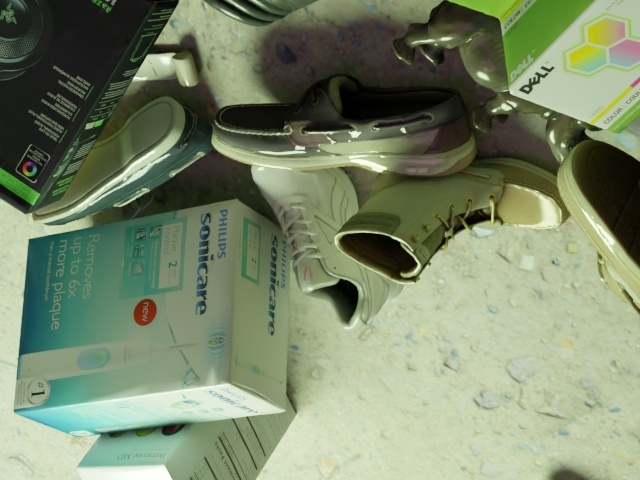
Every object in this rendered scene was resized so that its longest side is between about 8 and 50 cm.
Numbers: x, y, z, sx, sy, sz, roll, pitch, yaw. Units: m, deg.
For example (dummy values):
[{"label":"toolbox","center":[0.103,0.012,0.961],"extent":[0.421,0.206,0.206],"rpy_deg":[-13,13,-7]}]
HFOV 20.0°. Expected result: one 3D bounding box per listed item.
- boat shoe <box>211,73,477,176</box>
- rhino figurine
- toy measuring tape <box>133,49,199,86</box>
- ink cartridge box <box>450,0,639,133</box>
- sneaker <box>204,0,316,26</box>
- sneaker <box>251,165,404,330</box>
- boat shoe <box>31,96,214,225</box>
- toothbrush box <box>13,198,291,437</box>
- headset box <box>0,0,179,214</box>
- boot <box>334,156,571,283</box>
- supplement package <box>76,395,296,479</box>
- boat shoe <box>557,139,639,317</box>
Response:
[{"label":"boat shoe","center":[0.021,-0.128,1.879],"extent":[0.285,0.103,0.092],"rpy_deg":[6,122,20]},{"label":"rhino figurine","center":[0.195,-0.153,1.777],"extent":[0.243,0.073,0.106],"rpy_deg":[40,124,-9]},{"label":"toy measuring tape","center":[-0.298,-0.165,2.009],"extent":[0.330,0.121,0.121],"rpy_deg":[2,126,27]},{"label":"ink cartridge box","center":[0.216,-0.218,1.623],"extent":[0.255,0.097,0.189],"rpy_deg":[17,140,-26]},{"label":"sneaker","center":[-0.108,-0.326,1.782],"extent":[0.296,0.104,0.147],"rpy_deg":[44,128,-15]},{"label":"sneaker","center":[0.000,0.000,1.974],"extent":[0.090,0.115,0.232],"rpy_deg":[-28,109,40]},{"label":"boat shoe","center":[-0.224,-0.078,2.052],"extent":[0.254,0.095,0.079],"rpy_deg":[-33,137,29]},{"label":"toothbrush box","center":[-0.188,0.093,2.051],"extent":[0.295,0.216,0.126],"rpy_deg":[-8,157,28]},{"label":"headset box","center":[-0.331,-0.197,1.903],"extent":[0.246,0.131,0.283],"rpy_deg":[34,101,2]},{"label":"boot","center":[0.137,-0.019,1.849],"extent":[0.213,0.165,0.077],"rpy_deg":[13,131,21]},{"label":"supplement package","center":[-0.155,0.239,2.159],"extent":[0.139,0.244,0.134],"rpy_deg":[-7,121,32]},{"label":"boat shoe","center":[0.322,0.022,1.814],"extent":[0.098,0.109,0.302],"rpy_deg":[-18,128,46]}]
